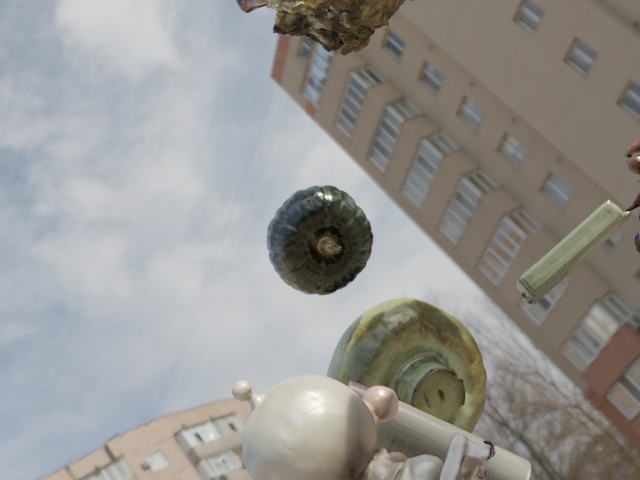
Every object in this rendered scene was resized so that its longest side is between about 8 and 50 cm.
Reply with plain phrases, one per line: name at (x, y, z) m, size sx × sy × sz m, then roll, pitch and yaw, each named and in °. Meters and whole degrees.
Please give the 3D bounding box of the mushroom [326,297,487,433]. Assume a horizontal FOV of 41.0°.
mushroom at (0.177, 0.288, 1.711) m, size 0.352 × 0.260 × 0.352 m, roll -4°, pitch -81°, yaw -27°

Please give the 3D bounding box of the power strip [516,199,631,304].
power strip at (0.488, 0.022, 1.666) m, size 0.272 × 0.052 × 0.078 m, roll -42°, pitch -21°, yaw -3°

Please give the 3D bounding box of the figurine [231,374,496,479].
figurine at (0.025, 0.217, 0.807) m, size 0.144 × 0.257 × 0.182 m, roll 67°, pitch -136°, yaw -73°

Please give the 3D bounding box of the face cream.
face cream at (0.143, 0.280, 1.156) m, size 0.073 × 0.269 × 0.107 m, roll -65°, pitch -3°, yaw -53°

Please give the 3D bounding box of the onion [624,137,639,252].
onion at (0.510, -0.008, 1.072) m, size 0.281 × 0.281 × 0.221 m, roll -39°, pitch 3°, yaw -7°

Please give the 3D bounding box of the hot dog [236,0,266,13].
hot dog at (-0.134, -0.520, 1.721) m, size 0.059 × 0.108 × 0.191 m, roll -13°, pitch 6°, yaw -22°

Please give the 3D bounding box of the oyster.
oyster at (0.044, -0.303, 1.055) m, size 0.223 × 0.083 × 0.214 m, roll -28°, pitch -11°, yaw 2°

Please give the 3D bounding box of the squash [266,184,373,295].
squash at (-0.002, 0.000, 1.664) m, size 0.218 × 0.218 × 0.172 m, roll -47°, pitch -7°, yaw 11°
